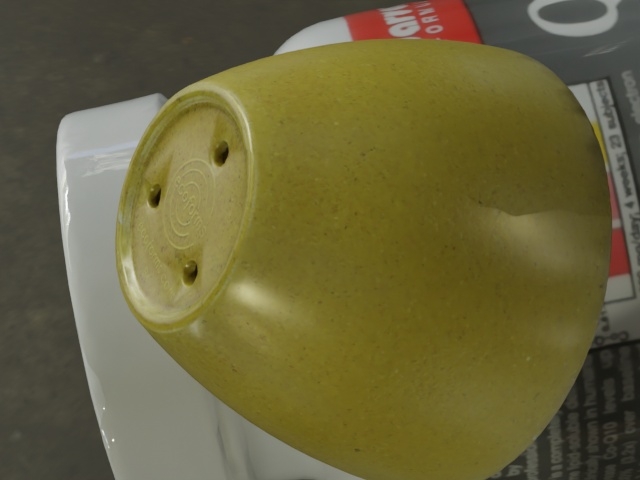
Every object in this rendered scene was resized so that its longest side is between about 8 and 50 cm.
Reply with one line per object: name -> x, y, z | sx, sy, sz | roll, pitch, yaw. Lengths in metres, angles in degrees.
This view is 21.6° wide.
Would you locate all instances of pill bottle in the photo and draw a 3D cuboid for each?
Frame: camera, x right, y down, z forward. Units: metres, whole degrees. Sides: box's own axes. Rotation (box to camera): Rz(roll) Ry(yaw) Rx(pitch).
pill bottle -> 0.090, 0.000, 0.677 | 0.362, 0.210, 0.210 | -10, 95, -1

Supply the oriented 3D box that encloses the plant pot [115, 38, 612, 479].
plant pot -> 0.000, 0.000, 0.471 | 0.095, 0.134, 0.134 | 12, 101, -36
